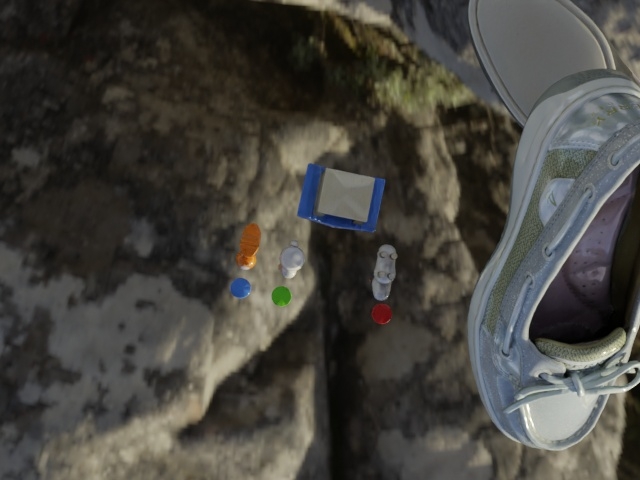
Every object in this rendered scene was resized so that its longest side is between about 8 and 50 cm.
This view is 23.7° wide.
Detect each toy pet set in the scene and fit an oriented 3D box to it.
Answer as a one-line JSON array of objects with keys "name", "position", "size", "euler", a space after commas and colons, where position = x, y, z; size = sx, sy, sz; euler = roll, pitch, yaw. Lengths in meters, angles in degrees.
[{"name": "toy pet set", "position": [0.000, 0.000, 1.160], "size": [0.122, 0.065, 0.114], "euler": [12, 85, -5]}]

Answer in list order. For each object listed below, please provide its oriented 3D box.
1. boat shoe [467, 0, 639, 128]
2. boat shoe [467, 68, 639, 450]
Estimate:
[{"name": "boat shoe", "position": [0.254, -0.107, 1.394], "size": [0.112, 0.095, 0.335], "euler": [-45, 92, 2]}, {"name": "boat shoe", "position": [0.186, 0.036, 1.093], "size": [0.118, 0.103, 0.320], "euler": [-5, 126, -19]}]
